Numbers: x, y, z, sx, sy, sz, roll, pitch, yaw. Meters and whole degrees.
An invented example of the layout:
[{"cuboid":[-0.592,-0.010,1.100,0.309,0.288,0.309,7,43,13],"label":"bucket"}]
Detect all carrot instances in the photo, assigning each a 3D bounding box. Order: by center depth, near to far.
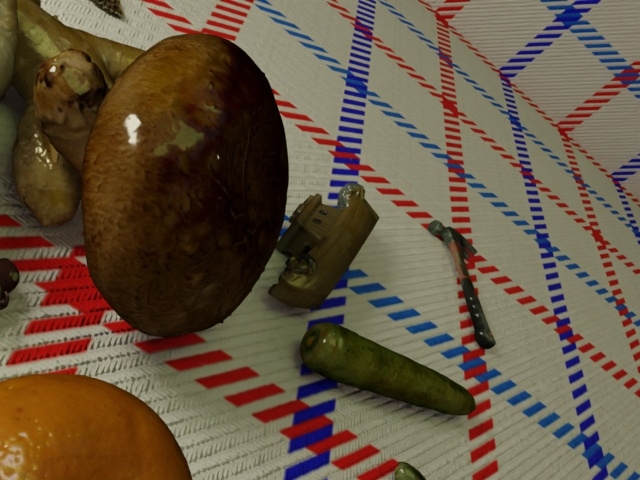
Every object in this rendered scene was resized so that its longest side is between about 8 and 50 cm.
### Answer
[{"cuboid":[0.116,0.201,1.068,0.358,0.074,0.074,28,37,-35],"label":"carrot"}]

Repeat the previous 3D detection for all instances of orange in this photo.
[{"cuboid":[-0.206,0.216,0.545,0.240,0.171,0.240,34,39,-33],"label":"orange"}]

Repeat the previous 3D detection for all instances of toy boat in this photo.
[{"cuboid":[0.000,0.000,1.125,0.121,0.089,0.321,41,33,-1],"label":"toy boat"}]

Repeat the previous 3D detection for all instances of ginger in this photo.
[{"cuboid":[-0.315,-0.217,0.941,0.348,0.122,0.363,56,41,-3],"label":"ginger"}]

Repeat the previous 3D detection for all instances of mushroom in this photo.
[{"cuboid":[-0.144,-0.060,0.823,0.239,0.345,0.345,19,13,36],"label":"mushroom"}]

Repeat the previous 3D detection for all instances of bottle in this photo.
[{"cuboid":[-0.329,0.046,0.699,0.063,0.047,0.101,55,29,-8],"label":"bottle"}]

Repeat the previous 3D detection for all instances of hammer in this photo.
[{"cuboid":[0.286,0.085,1.442,0.111,0.033,0.288,25,38,-32],"label":"hammer"}]

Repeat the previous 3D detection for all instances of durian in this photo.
[{"cuboid":[-0.364,-0.411,1.185,0.130,0.052,0.066,55,-7,5],"label":"durian"}]

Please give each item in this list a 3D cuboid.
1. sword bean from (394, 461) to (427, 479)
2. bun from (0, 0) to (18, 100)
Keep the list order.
[{"cuboid":[0.197,0.391,0.986,0.269,0.038,0.043,43,37,-7],"label":"sword bean"},{"cuboid":[-0.446,-0.241,0.652,0.365,0.219,0.365,-15,90,-72],"label":"bun"}]
